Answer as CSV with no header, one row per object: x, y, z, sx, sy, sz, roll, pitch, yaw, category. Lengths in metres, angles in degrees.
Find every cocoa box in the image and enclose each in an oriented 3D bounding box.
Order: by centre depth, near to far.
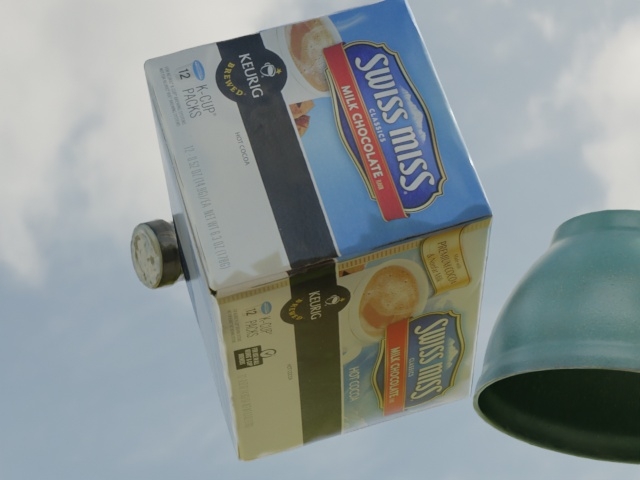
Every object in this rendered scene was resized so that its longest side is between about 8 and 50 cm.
0.000,0.000,1.516,0.228,0.231,0.347,-15,-28,-7,cocoa box

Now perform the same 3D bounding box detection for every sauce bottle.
-0.036,-0.011,1.886,0.344,0.111,0.111,-11,-34,-30,sauce bottle

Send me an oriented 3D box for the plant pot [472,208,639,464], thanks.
0.311,0.089,1.789,0.293,0.196,0.293,8,-22,4,plant pot
